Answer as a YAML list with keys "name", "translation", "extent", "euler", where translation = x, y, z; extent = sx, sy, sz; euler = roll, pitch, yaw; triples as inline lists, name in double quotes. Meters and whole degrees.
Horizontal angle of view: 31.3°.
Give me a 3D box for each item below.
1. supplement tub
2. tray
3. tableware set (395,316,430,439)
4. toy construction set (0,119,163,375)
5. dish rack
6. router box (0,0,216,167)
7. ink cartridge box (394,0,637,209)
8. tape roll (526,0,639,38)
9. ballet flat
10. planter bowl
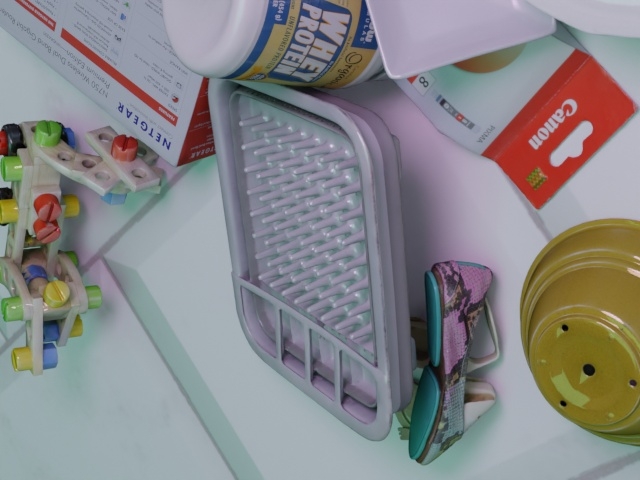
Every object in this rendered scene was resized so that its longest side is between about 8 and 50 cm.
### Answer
- name: "supplement tub"
  translation: [-0.020, -0.207, 0.990]
  extent: [0.144, 0.199, 0.144]
  euler: [2, 92, 53]
- name: "tray"
  translation: [0.089, -0.275, 0.944]
  extent: [0.145, 0.030, 0.270]
  euler: [-16, 84, 4]
- name: "tableware set"
  translation: [0.069, 0.130, 1.192]
  extent: [0.141, 0.020, 0.169]
  euler: [12, 114, 36]
- name: "toy construction set"
  translation: [-0.317, -0.018, 1.363]
  extent: [0.328, 0.151, 0.215]
  euler: [-57, 45, 30]
- name: "dish rack"
  translation: [0.000, 0.000, 1.107]
  extent: [0.285, 0.072, 0.333]
  euler: [30, 133, 52]
- name: "router box"
  translation: [-0.203, -0.295, 1.205]
  extent: [0.335, 0.082, 0.301]
  euler: [39, 128, 21]
- name: "ink cartridge box"
  translation: [0.163, -0.130, 0.996]
  extent: [0.179, 0.045, 0.145]
  euler: [52, 132, 14]
- name: "tape roll"
  translation: [0.232, -0.290, 0.790]
  extent: [0.286, 0.100, 0.286]
  euler: [13, 123, 21]
- name: "ballet flat"
  translation: [0.133, 0.122, 1.101]
  extent: [0.077, 0.079, 0.222]
  euler: [-110, 22, -65]
- name: "planter bowl"
  translation: [0.248, 0.097, 0.984]
  extent: [0.217, 0.090, 0.217]
  euler: [16, 117, 35]
